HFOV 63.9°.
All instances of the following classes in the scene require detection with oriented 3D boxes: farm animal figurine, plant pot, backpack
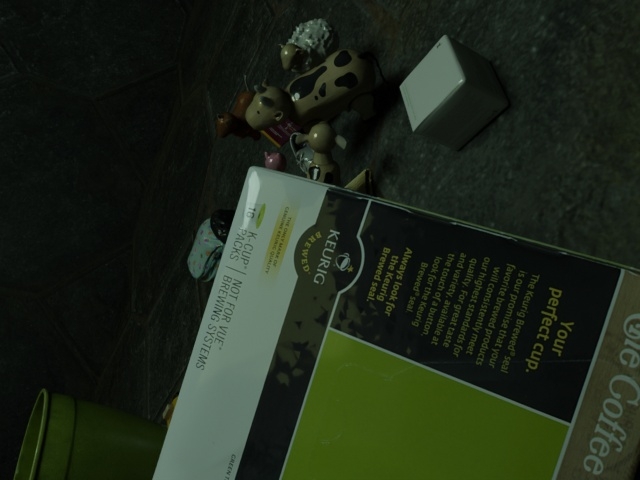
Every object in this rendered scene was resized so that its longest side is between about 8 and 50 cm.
[{"bbox_3d":[-0.026,-0.207,0.876,0.327,0.172,0.330,-43,67,0],"label":"farm animal figurine"},{"bbox_3d":[-0.559,0.583,1.303,0.366,0.353,0.366,-35,47,49],"label":"plant pot"},{"bbox_3d":[-0.264,0.023,1.322,0.181,0.115,0.152,-62,34,26],"label":"backpack"}]

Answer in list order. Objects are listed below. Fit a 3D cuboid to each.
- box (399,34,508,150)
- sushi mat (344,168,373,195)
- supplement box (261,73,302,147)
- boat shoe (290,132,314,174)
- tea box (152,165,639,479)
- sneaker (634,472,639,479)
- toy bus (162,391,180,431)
[{"bbox_3d":[0.180,-0.200,0.706,0.102,0.087,0.101,-44,41,41],"label":"box"},{"bbox_3d":[0.000,0.000,0.981,0.317,0.019,0.151,-37,45,46],"label":"sushi mat"},{"bbox_3d":[-0.050,-0.297,1.117,0.188,0.081,0.104,-28,27,52],"label":"supplement box"},{"bbox_3d":[-0.022,-0.168,1.058,0.066,0.063,0.184,-52,36,33],"label":"boat shoe"},{"bbox_3d":[0.072,0.144,0.450,0.324,0.220,0.328,19,93,25],"label":"tea box"},{"bbox_3d":[0.251,0.254,0.400,0.059,0.053,0.144,-21,57,57],"label":"sneaker"},{"bbox_3d":[-0.321,0.420,1.232,0.202,0.105,0.190,-24,55,53],"label":"toy bus"}]
